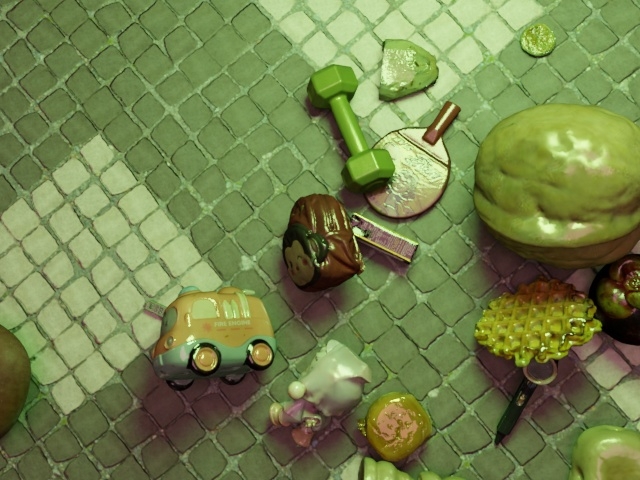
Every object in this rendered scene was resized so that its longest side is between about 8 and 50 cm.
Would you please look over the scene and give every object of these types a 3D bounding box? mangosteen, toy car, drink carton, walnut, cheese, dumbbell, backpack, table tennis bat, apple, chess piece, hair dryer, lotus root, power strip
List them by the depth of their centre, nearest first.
[{"bbox_3d":[0.490,-0.112,1.353,0.382,0.381,0.380,-1,84,5],"label":"walnut"},{"bbox_3d":[0.664,0.121,1.391,0.210,0.210,0.209,-1,84,5],"label":"mangosteen"},{"bbox_3d":[0.631,0.511,1.395,0.218,0.117,0.235,-44,79,1],"label":"cheese"},{"bbox_3d":[0.209,0.552,1.429,0.261,0.143,0.142,6,84,-1],"label":"chess piece"},{"bbox_3d":[-0.235,0.203,1.450,0.271,0.180,0.212,0,68,-32],"label":"toy car"},{"bbox_3d":[0.442,0.337,1.454,0.070,0.128,0.255,29,109,16],"label":"hair dryer"},{"bbox_3d":[-0.002,0.000,1.467,0.139,0.229,0.229,-7,82,-25],"label":"backpack"},{"bbox_3d":[-0.795,0.314,1.487,0.306,0.235,0.305,0,82,3],"label":"apple"},{"bbox_3d":[0.067,-0.256,1.516,0.108,0.121,0.301,-18,76,-17],"label":"dumbbell"},{"bbox_3d":[0.140,-0.002,1.517,0.166,0.071,0.056,26,84,9],"label":"drink carton"},{"bbox_3d":[0.222,-0.191,1.550,0.200,0.038,0.310,36,91,9],"label":"table tennis bat"},{"bbox_3d":[0.205,-0.408,1.555,0.144,0.070,0.142,-3,84,5],"label":"lotus root"},{"bbox_3d":[-0.383,0.165,1.574,0.083,0.017,0.027,23,85,6],"label":"power strip"}]

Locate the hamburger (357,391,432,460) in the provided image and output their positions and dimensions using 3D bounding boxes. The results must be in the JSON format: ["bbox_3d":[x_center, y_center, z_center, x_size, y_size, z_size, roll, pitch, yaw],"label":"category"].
[{"bbox_3d":[0.166,0.408,1.465,0.147,0.083,0.138,-39,78,-3],"label":"hamburger"}]

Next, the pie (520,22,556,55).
[{"bbox_3d":[0.512,-0.471,1.559,0.084,0.021,0.084,0,83,1],"label":"pie"}]

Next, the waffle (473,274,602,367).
[{"bbox_3d":[0.453,0.170,1.410,0.238,0.243,0.058,-35,120,-6],"label":"waffle"}]

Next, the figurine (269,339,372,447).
[{"bbox_3d":[0.001,0.336,1.441,0.133,0.200,0.276,49,119,24],"label":"figurine"}]
